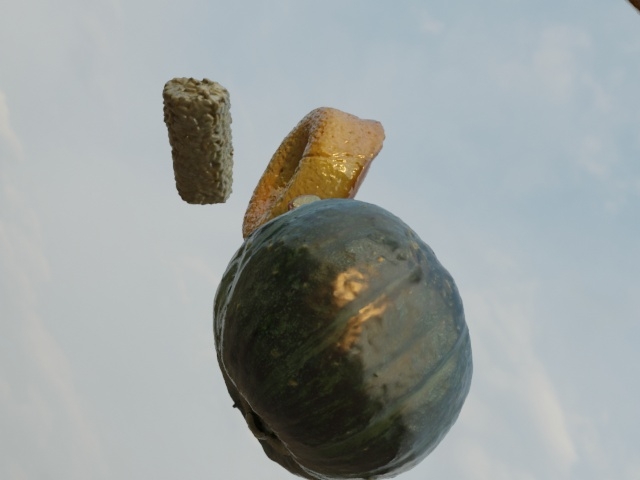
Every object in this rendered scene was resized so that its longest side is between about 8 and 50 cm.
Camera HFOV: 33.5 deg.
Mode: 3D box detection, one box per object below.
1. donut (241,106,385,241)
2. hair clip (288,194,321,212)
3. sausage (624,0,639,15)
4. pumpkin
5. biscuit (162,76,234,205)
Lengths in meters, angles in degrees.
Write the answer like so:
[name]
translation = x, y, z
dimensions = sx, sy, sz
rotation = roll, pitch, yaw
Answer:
[donut]
translation = -0.023, -0.090, 1.726
dimensions = 0.110, 0.303, 0.303
rotation = 32, -26, -16
[hair clip]
translation = 0.000, 0.000, 1.424
dimensions = 0.137, 0.054, 0.022
rotation = 65, -29, 22
[sausage]
translation = 0.301, -0.303, 1.043
dimensions = 0.328, 0.112, 0.112
rotation = 51, -32, 20
[pumpkin]
translation = 0.033, 0.101, 1.078
dimensions = 0.293, 0.263, 0.197
rotation = 60, -13, -3
[biscuit]
translation = -0.146, -0.118, 1.275
dimensions = 0.070, 0.082, 0.168
rotation = -88, 179, -46
